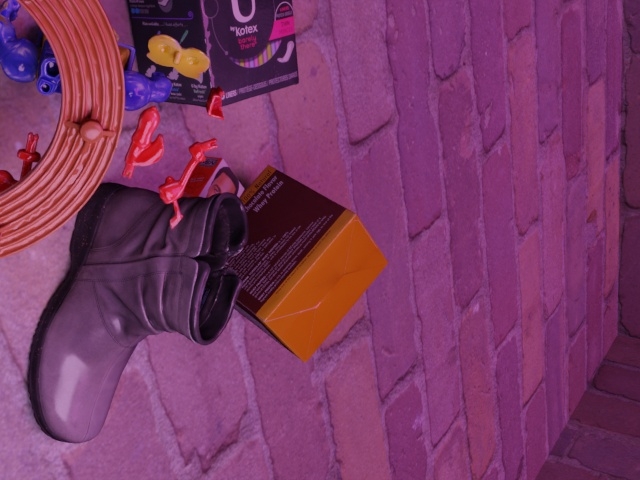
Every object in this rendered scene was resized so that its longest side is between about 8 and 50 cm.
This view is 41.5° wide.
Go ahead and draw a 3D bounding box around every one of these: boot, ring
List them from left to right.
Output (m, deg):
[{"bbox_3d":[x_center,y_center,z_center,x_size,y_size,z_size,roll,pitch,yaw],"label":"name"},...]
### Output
[{"bbox_3d":[-0.342,-0.132,0.745,0.336,0.032,0.337,-7,111,-18],"label":"ring"},{"bbox_3d":[-0.214,0.096,0.995,0.118,0.222,0.338,11,89,-57],"label":"boot"}]

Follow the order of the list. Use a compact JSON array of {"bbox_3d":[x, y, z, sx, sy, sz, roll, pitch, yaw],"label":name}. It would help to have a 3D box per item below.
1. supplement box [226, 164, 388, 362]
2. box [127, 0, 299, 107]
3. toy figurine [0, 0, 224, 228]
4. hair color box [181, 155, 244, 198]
[{"bbox_3d":[-0.049,0.029,1.208,0.191,0.194,0.129,-50,139,-11],"label":"supplement box"},{"bbox_3d":[-0.139,-0.318,1.057,0.165,0.143,0.271,-29,121,-44],"label":"box"},{"bbox_3d":[-0.292,-0.165,0.902,0.362,0.217,0.191,12,108,-14],"label":"toy figurine"},{"bbox_3d":[-0.170,-0.043,1.186,0.141,0.043,0.072,-62,142,-25],"label":"hair color box"}]
